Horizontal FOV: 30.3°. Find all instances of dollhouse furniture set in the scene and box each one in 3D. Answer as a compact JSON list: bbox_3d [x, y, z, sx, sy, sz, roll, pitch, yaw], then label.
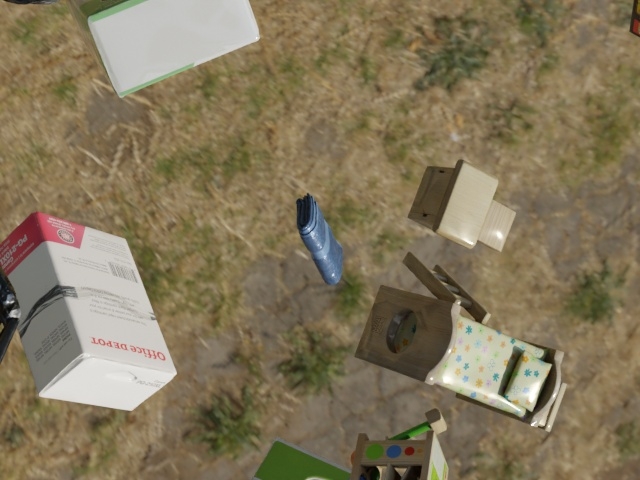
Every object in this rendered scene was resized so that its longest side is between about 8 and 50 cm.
[{"bbox_3d":[0.149,0.048,0.874,0.182,0.101,0.160,24,84,-30],"label":"dollhouse furniture set"}]

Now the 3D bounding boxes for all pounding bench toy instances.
[{"bbox_3d":[0.057,0.164,0.873,0.065,0.083,0.052,-4,137,19],"label":"pounding bench toy"}]

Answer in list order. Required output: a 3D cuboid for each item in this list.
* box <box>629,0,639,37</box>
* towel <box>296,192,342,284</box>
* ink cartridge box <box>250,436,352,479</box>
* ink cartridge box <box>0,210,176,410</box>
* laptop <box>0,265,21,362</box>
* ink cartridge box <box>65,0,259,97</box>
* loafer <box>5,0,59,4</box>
[{"bbox_3d":[0.290,-0.187,0.912,0.027,0.094,0.137,-48,156,-14],"label":"box"},{"bbox_3d":[0.000,0.000,1.535,0.029,0.067,0.119,-13,136,13],"label":"towel"},{"bbox_3d":[-0.020,0.344,1.131,0.255,0.189,0.097,-57,161,-37],"label":"ink cartridge box"},{"bbox_3d":[-0.313,0.097,1.567,0.100,0.237,0.172,-40,146,22],"label":"ink cartridge box"},{"bbox_3d":[-0.234,0.059,0.557,0.137,0.234,0.264,-31,87,-30],"label":"laptop"},{"bbox_3d":[-0.173,-0.243,1.211,0.154,0.212,0.093,-25,119,-9],"label":"ink cartridge box"},{"bbox_3d":[-0.314,-0.277,1.078,0.076,0.223,0.078,-54,148,9],"label":"loafer"}]
